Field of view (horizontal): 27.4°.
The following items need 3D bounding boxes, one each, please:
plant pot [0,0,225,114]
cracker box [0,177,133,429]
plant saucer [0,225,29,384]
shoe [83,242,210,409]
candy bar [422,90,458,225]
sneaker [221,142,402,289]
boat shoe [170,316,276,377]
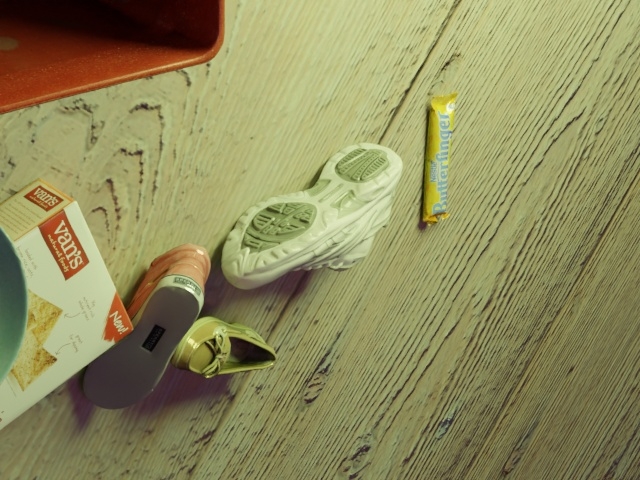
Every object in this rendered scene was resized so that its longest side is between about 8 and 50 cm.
[{"bbox_3d":[-0.238,-0.250,0.846,0.267,0.236,0.267,-21,127,-37],"label":"plant pot"},{"bbox_3d":[-0.286,0.077,1.113,0.232,0.067,0.156,-39,133,-24],"label":"cracker box"},{"bbox_3d":[-0.321,0.052,1.001,0.195,0.037,0.195,-4,97,-31],"label":"plant saucer"},{"bbox_3d":[-0.161,0.081,1.246,0.063,0.081,0.178,32,120,-12],"label":"shoe"},{"bbox_3d":[0.134,-0.092,1.480,0.040,0.018,0.161,-21,125,-36],"label":"candy bar"},{"bbox_3d":[0.000,0.000,1.347,0.232,0.090,0.115,-32,135,-27],"label":"sneaker"},{"bbox_3d":[-0.095,0.111,1.312,0.056,0.048,0.153,-65,157,5],"label":"boat shoe"}]
